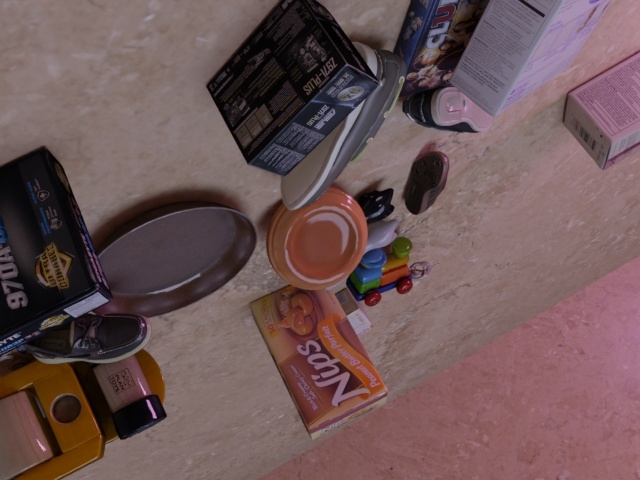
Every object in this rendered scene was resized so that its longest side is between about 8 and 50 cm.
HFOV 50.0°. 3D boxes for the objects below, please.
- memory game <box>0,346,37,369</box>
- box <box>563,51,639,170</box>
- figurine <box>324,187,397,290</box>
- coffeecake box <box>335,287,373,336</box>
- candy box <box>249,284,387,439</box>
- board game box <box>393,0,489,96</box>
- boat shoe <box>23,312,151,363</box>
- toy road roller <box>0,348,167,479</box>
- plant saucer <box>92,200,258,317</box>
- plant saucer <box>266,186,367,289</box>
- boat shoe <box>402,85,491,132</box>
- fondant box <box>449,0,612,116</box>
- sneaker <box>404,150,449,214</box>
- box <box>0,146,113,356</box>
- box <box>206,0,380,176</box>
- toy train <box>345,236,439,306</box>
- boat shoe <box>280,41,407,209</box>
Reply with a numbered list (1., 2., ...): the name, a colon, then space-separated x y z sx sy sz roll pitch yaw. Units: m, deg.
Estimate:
1. memory game: -0.497 0.184 1.242 0.186 0.012 0.186 -23 153 -13
2. box: 0.648 -0.280 1.422 0.232 0.149 0.127 -30 154 1
3. figurine: 0.067 -0.005 1.401 0.209 0.092 0.215 -32 155 -5
4. coffeecake box: 0.045 0.210 1.767 0.142 0.068 0.185 -31 154 2
5. candy box: -0.008 0.244 1.494 0.182 0.316 0.088 -24 153 -10
6. board game box: 0.202 -0.327 1.009 0.165 0.042 0.243 -18 151 -23
7. boat shoe: -0.395 0.163 1.144 0.223 0.080 0.073 -9 159 13
8. toy road roller: -0.457 0.323 1.304 0.329 0.203 0.240 -25 169 -19
9. plant saucer: -0.258 0.029 1.170 0.310 0.050 0.311 -23 154 -12
10. plant saucer: 0.000 0.000 1.261 0.199 0.037 0.200 -7 109 -21
11. boat shoe: 0.231 -0.230 1.198 0.079 0.084 0.233 0 -175 40
12. fondant box: 0.339 -0.358 0.955 0.238 0.096 0.330 -34 160 -36
13. sneaker: 0.223 -0.127 1.381 0.071 0.066 0.188 -35 164 -28
14. box: -0.372 0.015 0.835 0.175 0.220 0.051 -26 156 -5
15. box: -0.039 -0.199 0.876 0.180 0.147 0.077 -42 151 23
16. toy train: 0.185 0.045 1.589 0.248 0.105 0.143 -19 145 -21
17. boat shoe: 0.029 -0.161 1.055 0.091 0.109 0.305 -2 139 -36
